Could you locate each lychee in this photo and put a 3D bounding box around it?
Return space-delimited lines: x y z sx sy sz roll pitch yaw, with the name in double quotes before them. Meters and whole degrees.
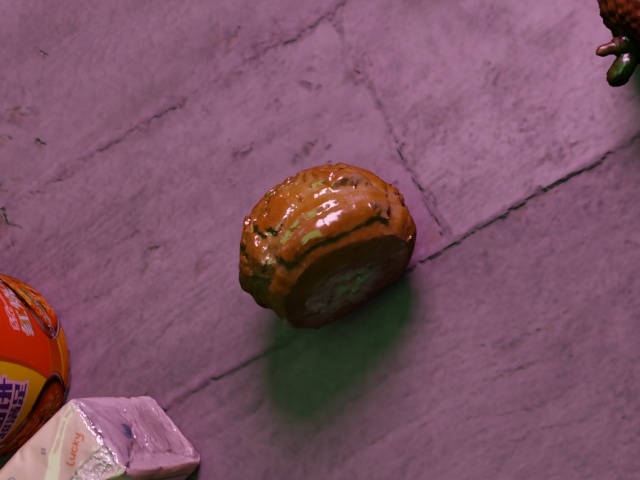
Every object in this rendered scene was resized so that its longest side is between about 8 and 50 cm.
"lychee" 0.260 -0.169 1.220 0.146 0.114 0.114 -37 73 -4

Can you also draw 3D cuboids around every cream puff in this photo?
"cream puff" 0.000 -0.001 1.304 0.144 0.126 0.103 -37 58 6

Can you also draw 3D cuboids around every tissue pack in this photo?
"tissue pack" -0.208 0.217 1.356 0.196 0.148 0.092 -44 73 12

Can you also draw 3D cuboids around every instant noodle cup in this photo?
"instant noodle cup" -0.319 0.103 1.396 0.213 0.174 0.213 -2 86 21
